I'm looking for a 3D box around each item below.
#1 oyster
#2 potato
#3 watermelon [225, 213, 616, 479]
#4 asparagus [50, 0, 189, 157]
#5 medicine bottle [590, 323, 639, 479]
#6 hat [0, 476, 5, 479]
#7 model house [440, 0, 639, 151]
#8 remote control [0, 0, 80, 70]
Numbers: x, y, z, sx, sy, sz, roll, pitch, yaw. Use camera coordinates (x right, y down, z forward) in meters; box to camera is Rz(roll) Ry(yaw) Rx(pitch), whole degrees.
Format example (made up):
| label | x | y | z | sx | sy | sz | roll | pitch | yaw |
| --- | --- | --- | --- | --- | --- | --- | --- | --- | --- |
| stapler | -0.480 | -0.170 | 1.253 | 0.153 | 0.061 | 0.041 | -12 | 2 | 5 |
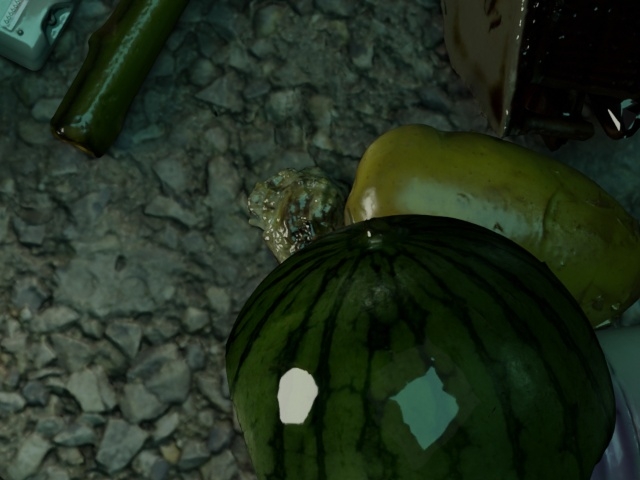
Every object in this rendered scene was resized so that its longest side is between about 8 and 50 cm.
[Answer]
| label | x | y | z | sx | sy | sz | roll | pitch | yaw |
| --- | --- | --- | --- | --- | --- | --- | --- | --- | --- |
| oyster | 0.002 | 0.000 | 1.297 | 0.108 | 0.053 | 0.166 | -21 | 77 | -20 |
| potato | 0.172 | -0.011 | 1.271 | 0.300 | 0.140 | 0.173 | 19 | 70 | -5 |
| watermelon | 0.076 | 0.081 | 1.052 | 0.330 | 0.331 | 0.189 | -18 | 127 | -10 |
| asparagus | -0.176 | -0.208 | 1.302 | 0.067 | 0.060 | 0.278 | 26 | 78 | 17 |
| medicine bottle | 0.177 | 0.202 | 1.208 | 0.325 | 0.212 | 0.212 | -9 | 83 | -10 |
| hat | -0.394 | 0.313 | 1.191 | 0.244 | 0.149 | 0.214 | 5 | 70 | -43 |
| model house | 0.275 | -0.280 | 1.317 | 0.282 | 0.297 | 0.317 | -2 | 40 | -20 |
| remote control | -0.381 | -0.275 | 1.288 | 0.293 | 0.051 | 0.103 | 27 | 78 | -4 |
